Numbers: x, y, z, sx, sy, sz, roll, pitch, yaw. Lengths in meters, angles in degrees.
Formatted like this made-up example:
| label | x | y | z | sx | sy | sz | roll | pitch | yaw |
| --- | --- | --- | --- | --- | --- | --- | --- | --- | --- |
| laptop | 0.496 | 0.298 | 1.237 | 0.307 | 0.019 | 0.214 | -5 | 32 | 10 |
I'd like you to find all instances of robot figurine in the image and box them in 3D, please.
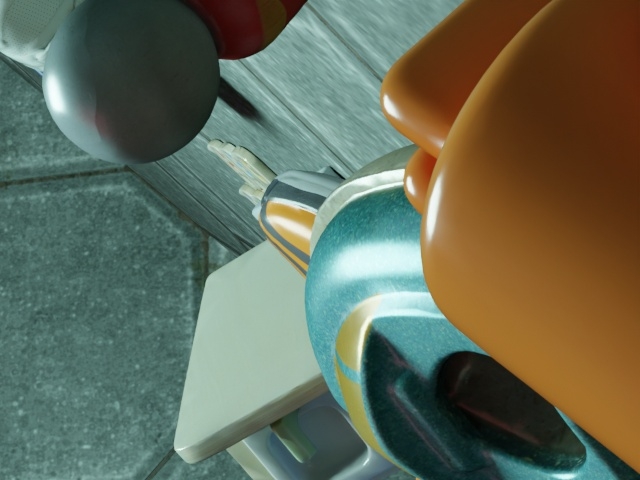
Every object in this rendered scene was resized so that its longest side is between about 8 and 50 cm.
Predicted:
| label | x | y | z | sx | sy | sz | roll | pitch | yaw |
| --- | --- | --- | --- | --- | --- | --- | --- | --- | --- |
| robot figurine | 0.114 | 0.006 | 0.490 | 0.128 | 0.158 | 0.219 | -14 | -137 | -46 |

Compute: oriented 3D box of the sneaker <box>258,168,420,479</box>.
| label | x | y | z | sx | sy | sz | roll | pitch | yaw |
| --- | --- | --- | --- | --- | --- | --- | --- | --- | --- |
| sneaker | 0.057 | 0.103 | 1.016 | 0.321 | 0.180 | 0.124 | 37 | 176 | 22 |

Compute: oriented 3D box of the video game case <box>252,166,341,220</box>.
| label | x | y | z | sx | sy | sz | roll | pitch | yaw |
| --- | --- | --- | --- | --- | --- | --- | --- | --- | --- |
| video game case | 0.042 | 0.028 | 1.529 | 0.201 | 0.023 | 0.183 | 44 | 163 | -8 |

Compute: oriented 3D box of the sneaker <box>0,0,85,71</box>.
| label | x | y | z | sx | sy | sz | roll | pitch | yaw |
| --- | --- | --- | --- | --- | --- | --- | --- | --- | --- |
| sneaker | -0.168 | -0.149 | 1.445 | 0.169 | 0.108 | 0.292 | 39 | -176 | 11 |

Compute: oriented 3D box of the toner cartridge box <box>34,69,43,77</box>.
| label | x | y | z | sx | sy | sz | roll | pitch | yaw |
| --- | --- | --- | --- | --- | --- | --- | --- | --- | --- |
| toner cartridge box | -0.327 | -0.264 | 1.742 | 0.348 | 0.075 | 0.165 | 42 | 174 | -3 |

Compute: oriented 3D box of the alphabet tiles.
| label | x | y | z | sx | sy | sz | roll | pitch | yaw |
| --- | --- | --- | --- | --- | --- | --- | --- | --- | --- |
| alphabet tiles | 0.000 | 0.000 | 1.858 | 0.278 | 0.021 | 0.284 | 43 | 175 | -16 |

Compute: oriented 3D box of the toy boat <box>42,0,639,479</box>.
| label | x | y | z | sx | sy | sz | roll | pitch | yaw |
| --- | --- | --- | --- | --- | --- | --- | --- | --- | --- |
| toy boat | 0.033 | 0.004 | 0.744 | 0.318 | 0.148 | 0.267 | 49 | 154 | -12 |

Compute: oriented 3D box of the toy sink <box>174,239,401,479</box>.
| label | x | y | z | sx | sy | sz | roll | pitch | yaw |
| --- | --- | --- | --- | --- | --- | --- | --- | --- | --- |
| toy sink | 0.008 | 0.092 | 1.272 | 0.131 | 0.153 | 0.234 | 51 | -161 | -22 |
